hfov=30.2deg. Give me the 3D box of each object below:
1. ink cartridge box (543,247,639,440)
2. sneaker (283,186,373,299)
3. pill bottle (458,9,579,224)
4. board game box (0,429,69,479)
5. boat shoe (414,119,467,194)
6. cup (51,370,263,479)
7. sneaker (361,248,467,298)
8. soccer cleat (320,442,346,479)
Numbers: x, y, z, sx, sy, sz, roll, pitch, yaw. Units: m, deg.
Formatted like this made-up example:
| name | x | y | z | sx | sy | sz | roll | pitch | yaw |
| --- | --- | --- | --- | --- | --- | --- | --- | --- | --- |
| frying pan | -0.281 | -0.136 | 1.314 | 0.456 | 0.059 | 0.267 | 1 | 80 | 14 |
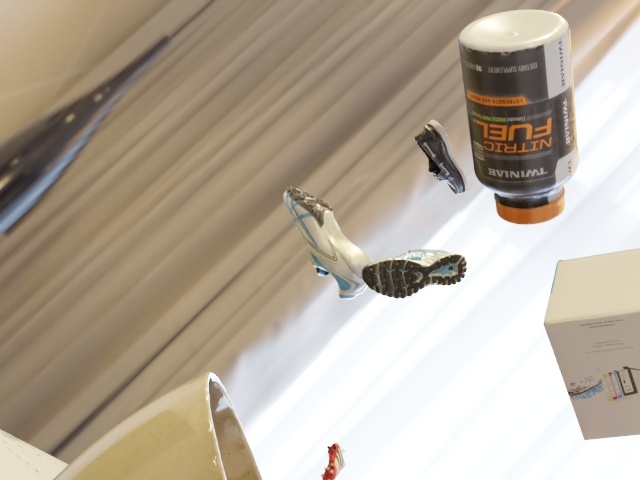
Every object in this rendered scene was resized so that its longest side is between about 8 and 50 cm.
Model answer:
| name | x | y | z | sx | sy | sz | roll | pitch | yaw |
| --- | --- | --- | --- | --- | --- | --- | --- | --- | --- |
| ink cartridge box | 0.460 | 0.158 | 1.810 | 0.168 | 0.171 | 0.232 | -10 | -61 | 25 |
| sneaker | 0.000 | 0.000 | 1.950 | 0.085 | 0.086 | 0.237 | 10 | 34 | -48 |
| pill bottle | 0.244 | -0.143 | 1.435 | 0.130 | 0.130 | 0.245 | 26 | -44 | 48 |
| board game box | -0.443 | 0.481 | 2.093 | 0.390 | 0.050 | 0.390 | 35 | -2 | -28 |
| boat shoe | 0.156 | -0.101 | 1.545 | 0.046 | 0.038 | 0.125 | 45 | -11 | 44 |
| cup | -0.159 | 0.314 | 1.094 | 0.331 | 0.237 | 0.331 | 161 | -90 | -89 |
| sneaker | 0.137 | 0.046 | 1.794 | 0.073 | 0.162 | 0.063 | -141 | -131 | -67 |
| soccer cleat | 0.023 | 0.358 | 1.868 | 0.029 | 0.083 | 0.035 | -28 | -53 | 36 |
